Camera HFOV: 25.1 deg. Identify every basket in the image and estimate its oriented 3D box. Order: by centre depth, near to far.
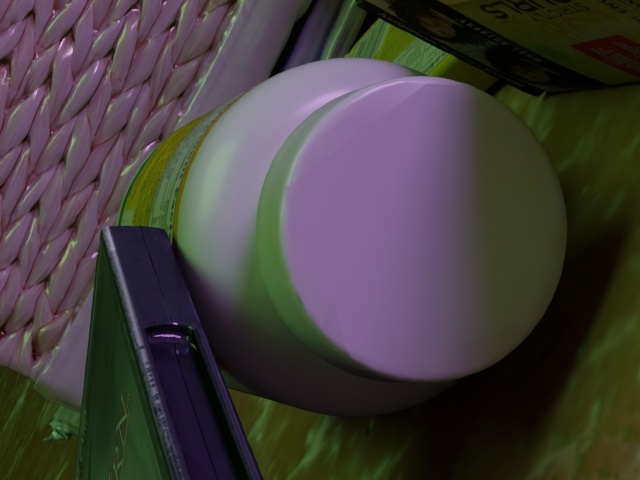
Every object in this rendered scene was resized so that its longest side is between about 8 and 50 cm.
[{"bbox_3d":[-0.202,-0.105,0.972,0.331,0.266,0.328,-64,14,2],"label":"basket"}]

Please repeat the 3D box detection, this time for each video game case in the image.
[{"bbox_3d":[-0.040,0.137,0.363,0.274,0.026,0.196,-124,40,-62],"label":"video game case"}]

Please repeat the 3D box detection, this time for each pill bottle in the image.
[{"bbox_3d":[0.000,0.000,0.500,0.118,0.117,0.208,-65,14,-9],"label":"pill bottle"}]

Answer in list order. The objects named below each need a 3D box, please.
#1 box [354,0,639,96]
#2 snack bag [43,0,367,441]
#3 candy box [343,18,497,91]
[{"bbox_3d":[0.087,-0.089,0.423,0.058,0.087,0.232,-66,15,-4],"label":"box"},{"bbox_3d":[-0.083,-0.007,0.974,0.343,0.037,0.323,-65,14,-11],"label":"snack bag"},{"bbox_3d":[0.048,-0.087,0.672,0.206,0.027,0.105,-39,30,58],"label":"candy box"}]
